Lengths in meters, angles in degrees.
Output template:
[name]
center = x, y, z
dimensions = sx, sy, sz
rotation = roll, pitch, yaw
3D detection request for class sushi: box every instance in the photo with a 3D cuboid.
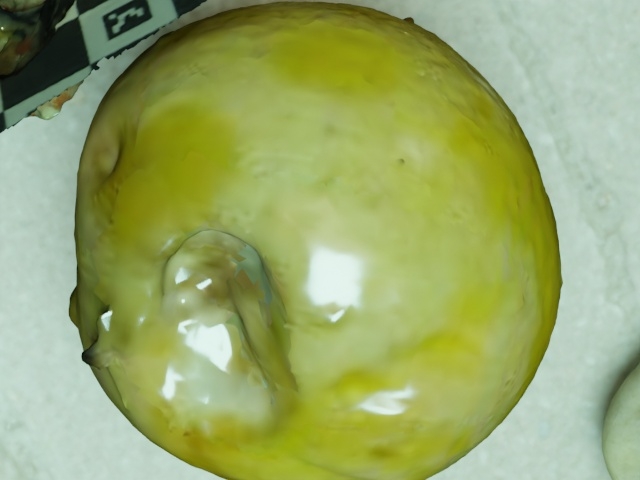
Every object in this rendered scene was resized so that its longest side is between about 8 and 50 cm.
[sushi]
center = -0.133, -0.103, 0.601
dimensions = 0.193, 0.210, 0.040
rotation = -33, 132, -3

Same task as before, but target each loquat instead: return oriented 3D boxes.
[loquat]
center = 0.000, 0.000, 0.596
dimensions = 0.244, 0.244, 0.243
rotation = -1, 96, -7

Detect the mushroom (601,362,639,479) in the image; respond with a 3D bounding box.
[mushroom]
center = 0.228, 0.119, 0.691
dimensions = 0.154, 0.122, 0.154
rotation = 0, 104, -1
